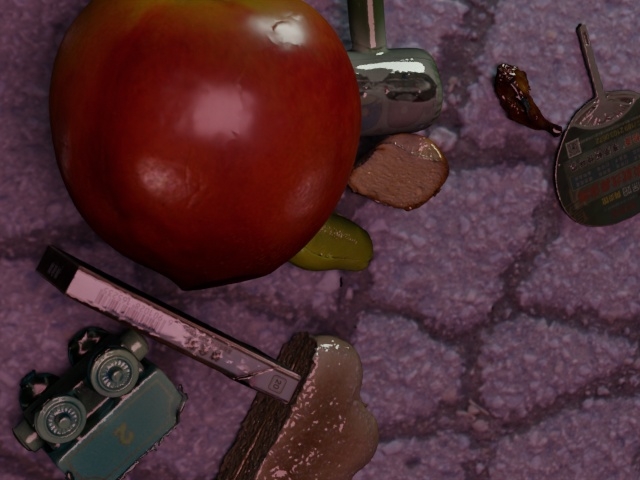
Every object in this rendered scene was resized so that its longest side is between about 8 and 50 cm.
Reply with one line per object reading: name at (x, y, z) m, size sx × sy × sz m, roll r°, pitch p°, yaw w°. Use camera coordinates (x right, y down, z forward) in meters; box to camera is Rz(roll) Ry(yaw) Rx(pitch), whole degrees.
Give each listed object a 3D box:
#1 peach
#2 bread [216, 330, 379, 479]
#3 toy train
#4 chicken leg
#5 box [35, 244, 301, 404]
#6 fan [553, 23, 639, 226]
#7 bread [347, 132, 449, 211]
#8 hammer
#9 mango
peach at (-0.138, -0.125, 1.592) m, size 0.388 × 0.388 × 0.388 m, roll -4°, pitch 100°, yaw -22°
bread at (-0.023, 0.297, 1.844) m, size 0.183 × 0.102 × 0.337 m, roll 28°, pitch 88°, yaw -24°
toy train at (-0.283, 0.215, 1.720) m, size 0.203 × 0.112 × 0.163 m, roll -42°, pitch 118°, yaw -11°
chicken leg at (0.297, -0.196, 1.941) m, size 0.062 × 0.037 × 0.145 m, roll -45°, pitch 111°, yaw -25°
box at (-0.193, 0.106, 1.699) m, size 0.325 × 0.180 × 0.047 m, roll 30°, pitch 85°, yaw -24°
fan at (0.415, -0.145, 2.009) m, size 0.294 × 0.012 × 0.223 m, roll 42°, pitch 83°, yaw -23°
bread at (0.107, -0.098, 1.837) m, size 0.126 × 0.129 × 0.044 m, roll 19°, pitch 54°, yaw -23°
hammer at (0.054, -0.305, 1.784) m, size 0.206 × 0.119 × 0.335 m, roll -5°, pitch 94°, yaw -23°
mango at (0.000, 0.000, 1.825) m, size 0.165 × 0.074 × 0.091 m, roll 24°, pitch 84°, yaw -36°
